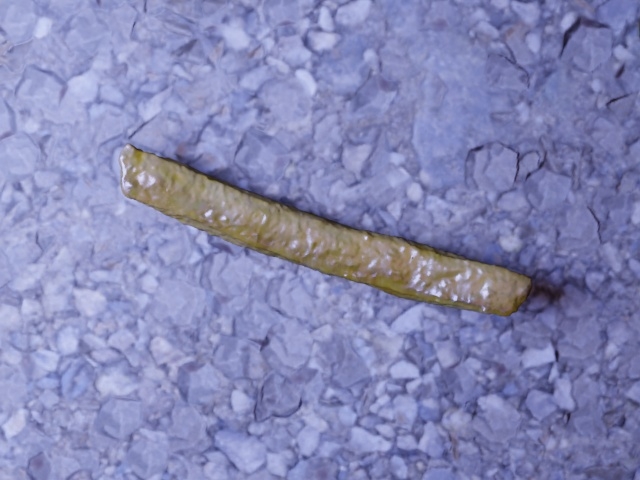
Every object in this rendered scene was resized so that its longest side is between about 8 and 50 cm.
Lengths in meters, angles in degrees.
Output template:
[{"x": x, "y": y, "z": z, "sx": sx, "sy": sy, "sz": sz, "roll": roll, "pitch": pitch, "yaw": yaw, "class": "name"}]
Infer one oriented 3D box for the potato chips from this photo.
[{"x": 0.000, "y": 0.000, "z": 1.194, "sx": 0.407, "sy": 0.080, "sz": 0.057, "roll": 18, "pitch": 81, "yaw": -4, "class": "potato chips"}]
